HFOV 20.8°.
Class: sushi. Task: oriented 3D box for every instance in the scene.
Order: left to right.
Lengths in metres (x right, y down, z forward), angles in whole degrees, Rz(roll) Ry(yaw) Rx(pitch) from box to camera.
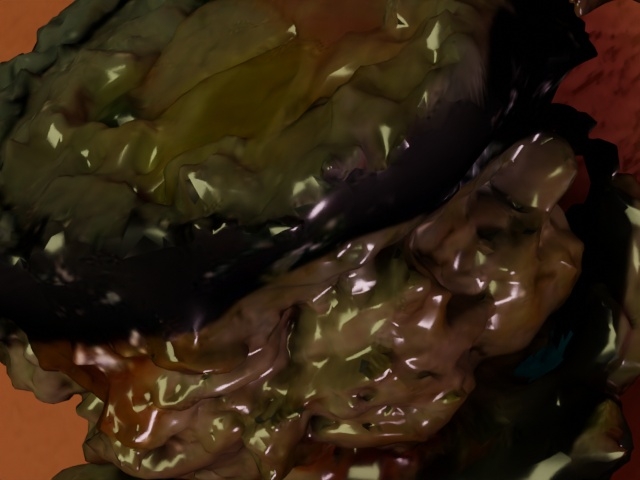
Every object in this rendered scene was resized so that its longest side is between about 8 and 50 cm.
[{"bbox_3d":[0.003,0.004,0.606,0.225,0.219,0.238,-47,28,-25],"label":"sushi"}]

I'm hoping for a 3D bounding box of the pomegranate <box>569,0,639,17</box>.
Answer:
[{"bbox_3d":[0.211,-0.073,0.340,0.342,0.342,0.342,-7,80,39],"label":"pomegranate"}]
